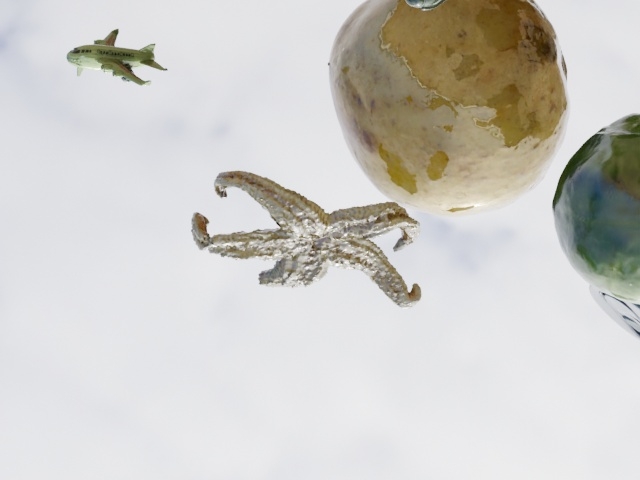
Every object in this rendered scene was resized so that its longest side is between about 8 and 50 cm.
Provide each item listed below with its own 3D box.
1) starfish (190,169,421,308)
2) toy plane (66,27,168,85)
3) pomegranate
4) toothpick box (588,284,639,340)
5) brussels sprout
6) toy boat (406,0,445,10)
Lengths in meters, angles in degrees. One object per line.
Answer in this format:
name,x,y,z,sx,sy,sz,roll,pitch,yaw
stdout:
starfish,-0.001,0.008,1.208,0.210,0.150,0.053,30,-133,-28
toy plane,-0.227,-0.198,1.621,0.111,0.040,0.102,-8,-139,-28
pomegranate,0.138,-0.151,1.528,0.260,0.260,0.260,25,-142,-21
toothpick box,0.331,0.015,1.350,0.101,0.153,0.101,39,172,7
brussels sprout,0.286,-0.025,1.245,0.161,0.181,0.144,-45,-55,-21
toy boat,0.105,-0.248,1.103,0.210,0.052,0.104,-36,-87,-35
